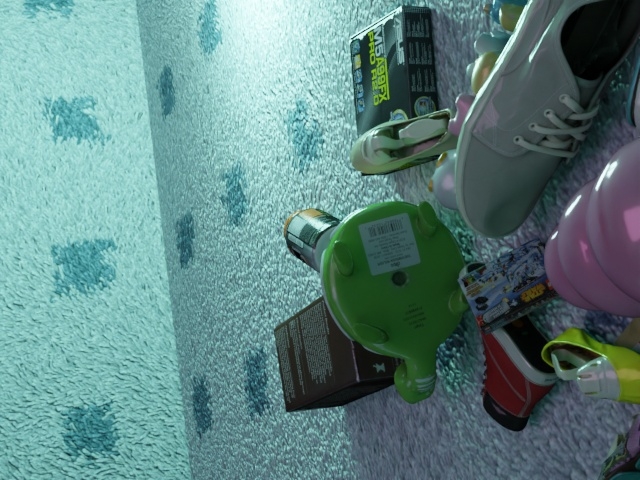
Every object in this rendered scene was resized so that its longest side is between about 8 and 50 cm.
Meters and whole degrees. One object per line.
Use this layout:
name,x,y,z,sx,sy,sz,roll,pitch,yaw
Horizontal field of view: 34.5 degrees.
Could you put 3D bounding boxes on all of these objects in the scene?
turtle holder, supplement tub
turtle holder,0.138,0.090,1.748,0.320,0.243,0.227,45,170,-3
supplement tub,0.000,0.000,2.133,0.190,0.117,0.117,-148,59,-63

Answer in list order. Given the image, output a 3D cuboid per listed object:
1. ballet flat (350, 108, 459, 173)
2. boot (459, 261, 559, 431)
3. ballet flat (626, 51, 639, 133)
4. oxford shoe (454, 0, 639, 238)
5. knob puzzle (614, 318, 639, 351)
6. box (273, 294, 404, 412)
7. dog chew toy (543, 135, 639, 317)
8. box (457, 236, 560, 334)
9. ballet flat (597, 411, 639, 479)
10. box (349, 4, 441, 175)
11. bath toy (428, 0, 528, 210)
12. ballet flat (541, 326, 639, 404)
ballet flat,0.136,-0.169,1.721,0.248,0.086,0.086,-14,79,35
boot,0.266,0.167,1.599,0.244,0.088,0.176,63,148,36
ballet flat,0.435,-0.297,1.134,0.139,0.139,0.400,-140,47,-59
oxford shoe,0.304,-0.177,1.379,0.130,0.169,0.449,58,138,44
knob puzzle,0.435,0.163,1.250,0.213,0.030,0.213,167,90,-79
box,0.041,0.215,2.045,0.381,0.143,0.191,140,123,-63
dog chew toy,0.375,-0.001,1.203,0.332,0.207,0.206,135,128,-68
box,0.281,0.066,1.511,0.027,0.137,0.094,45,-160,-52
ballet flat,0.402,0.267,1.301,0.221,0.077,0.079,100,172,-52
box,0.133,-0.264,1.870,0.216,0.060,0.270,170,96,-66
bath toy,0.259,-0.183,1.528,0.129,0.151,0.348,29,127,21
ballet flat,0.359,0.170,1.346,0.231,0.077,0.077,-146,42,-73
